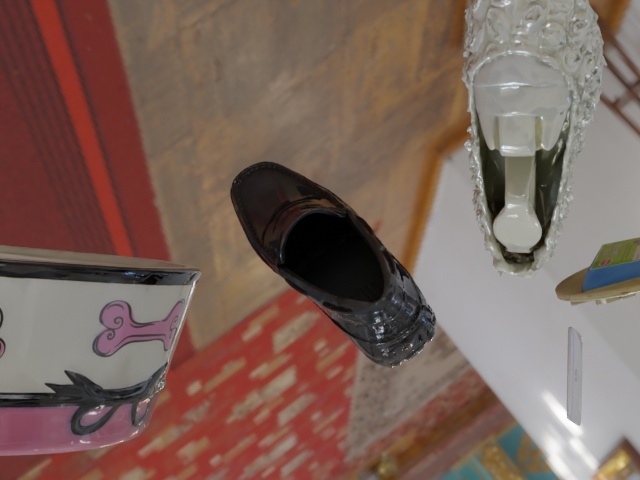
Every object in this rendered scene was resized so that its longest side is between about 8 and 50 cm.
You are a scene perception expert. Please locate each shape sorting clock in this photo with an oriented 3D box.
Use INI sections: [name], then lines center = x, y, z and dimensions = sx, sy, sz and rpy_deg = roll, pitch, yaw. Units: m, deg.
[shape sorting clock]
center = 0.312, 0.021, 1.082
dimensions = 0.206, 0.040, 0.206
rpy_deg = -14, -175, 1

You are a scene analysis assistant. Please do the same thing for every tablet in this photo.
[tablet]
center = 0.230, 0.123, 1.092
dimensions = 0.006, 0.083, 0.054
rpy_deg = -2, 164, 22

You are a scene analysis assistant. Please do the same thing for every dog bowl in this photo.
[dog bowl]
center = -0.310, 0.079, 1.026
dimensions = 0.408, 0.407, 0.150
rpy_deg = 3, 91, -66

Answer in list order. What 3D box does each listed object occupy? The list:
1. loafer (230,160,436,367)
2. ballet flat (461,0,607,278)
[loafer]
center = 0.000, 0.000, 0.849
dimensions = 0.076, 0.223, 0.078
rpy_deg = -39, 136, -6
[ballet flat]
center = 0.218, -0.105, 1.261
dimensions = 0.147, 0.147, 0.409
rpy_deg = -34, 143, -17
